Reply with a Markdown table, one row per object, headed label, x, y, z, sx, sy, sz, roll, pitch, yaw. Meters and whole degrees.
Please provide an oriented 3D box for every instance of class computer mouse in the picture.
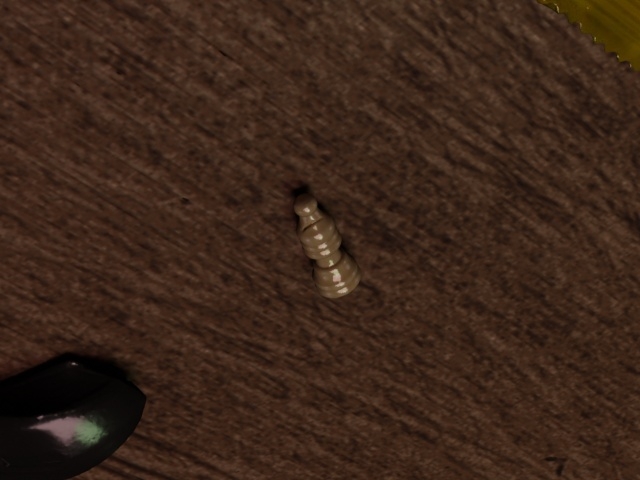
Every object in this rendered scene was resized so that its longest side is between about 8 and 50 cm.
| label | x | y | z | sx | sy | sz | roll | pitch | yaw |
| --- | --- | --- | --- | --- | --- | --- | --- | --- | --- |
| computer mouse | -0.213 | 0.147 | 1.436 | 0.172 | 0.057 | 0.099 | -14 | 141 | 1 |

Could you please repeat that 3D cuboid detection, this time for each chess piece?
| label | x | y | z | sx | sy | sz | roll | pitch | yaw |
| --- | --- | --- | --- | --- | --- | --- | --- | --- | --- |
| chess piece | 0.000 | 0.000 | 1.367 | 0.035 | 0.035 | 0.092 | -21 | 136 | 4 |

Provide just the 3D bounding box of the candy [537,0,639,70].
| label | x | y | z | sx | sy | sz | roll | pitch | yaw |
| --- | --- | --- | --- | --- | --- | --- | --- | --- | --- |
| candy | 0.261 | -0.233 | 1.164 | 0.187 | 0.081 | 0.297 | 27 | 112 | -39 |
